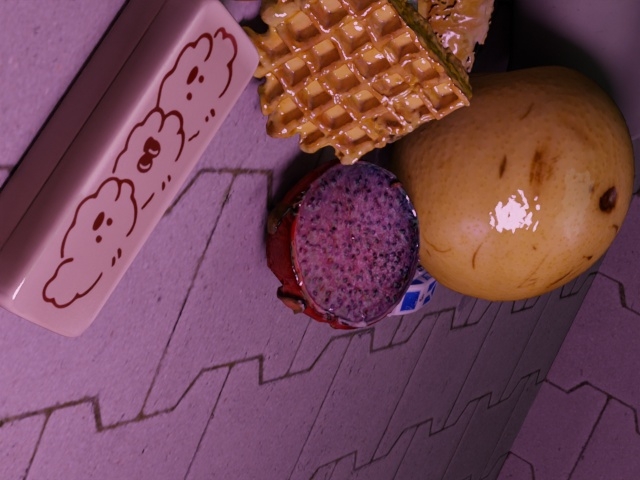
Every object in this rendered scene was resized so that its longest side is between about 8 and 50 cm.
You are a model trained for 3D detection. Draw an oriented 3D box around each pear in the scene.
[{"bbox_3d":[0.264,-0.085,1.651,0.348,0.348,0.348,-44,151,-32],"label":"pear"}]

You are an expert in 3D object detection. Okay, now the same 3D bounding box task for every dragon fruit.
[{"bbox_3d":[0.003,0.001,1.516,0.223,0.148,0.219,-31,113,-33],"label":"dragon fruit"}]

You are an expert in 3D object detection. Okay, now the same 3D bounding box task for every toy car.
[{"bbox_3d":[0.146,0.070,1.920,0.170,0.070,0.080,-28,141,-51],"label":"toy car"}]

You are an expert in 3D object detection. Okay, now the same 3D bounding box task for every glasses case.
[{"bbox_3d":[-0.190,-0.077,1.098,0.336,0.076,0.144,-58,156,-5],"label":"glasses case"}]

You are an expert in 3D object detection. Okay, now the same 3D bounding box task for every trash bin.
[{"bbox_3d":[0.413,-0.346,1.743,0.280,0.280,0.432,-49,150,-24],"label":"trash bin"}]

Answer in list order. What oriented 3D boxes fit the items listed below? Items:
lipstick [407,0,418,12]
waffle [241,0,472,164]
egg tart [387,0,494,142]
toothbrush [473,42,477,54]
[{"bbox_3d":[0.088,-0.213,1.286,0.038,0.038,0.131,-42,143,-35],"label":"lipstick"},{"bbox_3d":[0.011,-0.185,1.255,0.229,0.219,0.057,45,33,-30],"label":"waffle"},{"bbox_3d":[0.092,-0.244,1.410,0.288,0.118,0.288,-44,152,-31],"label":"egg tart"},{"bbox_3d":[0.208,-0.395,1.569,0.041,0.041,0.364,-44,151,-33],"label":"toothbrush"}]
